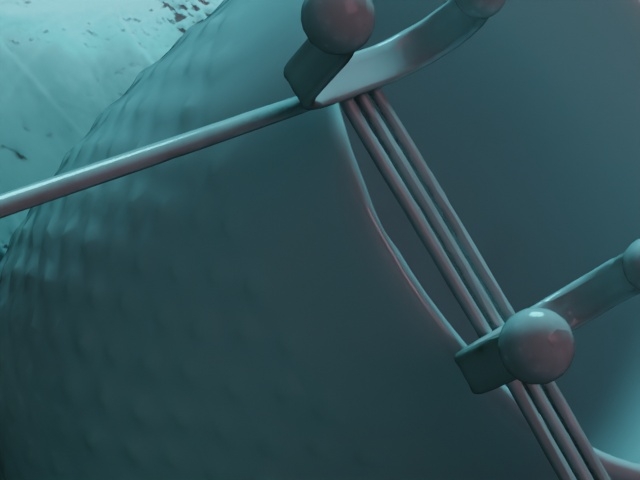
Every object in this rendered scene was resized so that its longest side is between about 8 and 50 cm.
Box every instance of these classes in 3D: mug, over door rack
[{"bbox_3d":[0.000,0.000,0.861,0.276,0.328,0.374,30,46,-29],"label":"mug"},{"bbox_3d":[0.007,0.061,0.512,0.324,0.108,0.240,-26,84,-41],"label":"over door rack"}]
